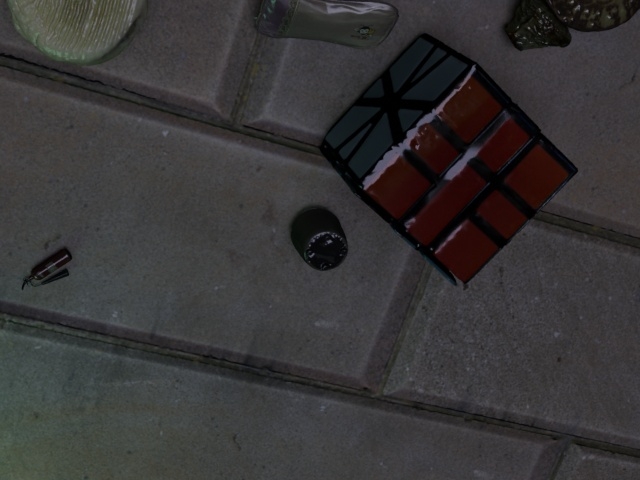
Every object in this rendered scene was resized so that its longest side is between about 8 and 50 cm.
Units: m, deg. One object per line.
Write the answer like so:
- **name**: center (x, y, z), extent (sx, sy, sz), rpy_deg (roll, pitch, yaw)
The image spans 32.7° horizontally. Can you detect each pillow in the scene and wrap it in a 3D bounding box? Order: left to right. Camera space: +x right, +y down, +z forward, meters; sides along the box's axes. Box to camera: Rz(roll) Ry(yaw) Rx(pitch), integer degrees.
- **pillow**: center (0.008, -0.367, 1.821), extent (0.233, 0.038, 0.130), rpy_deg (7, 151, -15)

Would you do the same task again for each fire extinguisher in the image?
- **fire extinguisher**: center (-0.477, 0.056, 1.914), extent (0.100, 0.032, 0.046), rpy_deg (-34, 148, 1)

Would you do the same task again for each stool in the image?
- **stool**: center (0.000, 0.000, 1.952), extent (0.096, 0.110, 0.096), rpy_deg (-6, 116, -12)

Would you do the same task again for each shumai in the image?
- **shumai**: center (0.377, -0.369, 1.914), extent (0.087, 0.099, 0.124), rpy_deg (-39, 117, 24)

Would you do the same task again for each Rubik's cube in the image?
- **Rubik's cube**: center (0.205, -0.143, 1.851), extent (0.293, 0.288, 0.283), rpy_deg (-45, 115, 4)

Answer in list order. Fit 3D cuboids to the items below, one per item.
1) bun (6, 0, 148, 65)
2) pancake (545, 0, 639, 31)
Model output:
- **bun**: center (-0.380, -0.382, 1.704), extent (0.221, 0.134, 0.220), rpy_deg (-2, 112, -5)
- **pancake**: center (0.483, -0.508, 1.884), extent (0.286, 0.033, 0.288), rpy_deg (-32, 112, -11)
